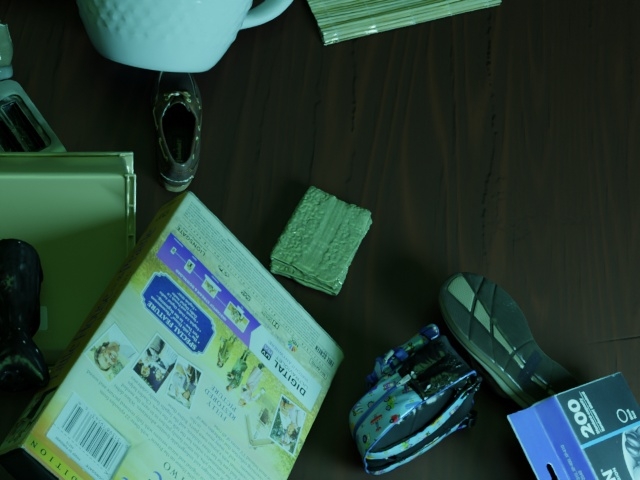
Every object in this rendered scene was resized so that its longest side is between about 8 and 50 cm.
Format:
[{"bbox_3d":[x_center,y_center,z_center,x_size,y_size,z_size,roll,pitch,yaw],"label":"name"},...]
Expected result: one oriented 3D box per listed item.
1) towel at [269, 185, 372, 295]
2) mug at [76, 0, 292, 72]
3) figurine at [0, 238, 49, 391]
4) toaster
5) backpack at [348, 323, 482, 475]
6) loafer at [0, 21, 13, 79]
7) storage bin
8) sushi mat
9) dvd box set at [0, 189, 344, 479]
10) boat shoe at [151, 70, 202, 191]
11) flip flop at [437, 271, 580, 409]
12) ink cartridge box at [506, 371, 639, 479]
[{"bbox_3d":[0.000,0.000,1.819,0.110,0.027,0.148,24,62,3],"label":"towel"},{"bbox_3d":[-0.170,-0.412,1.841,0.374,0.328,0.276,-4,22,-38],"label":"mug"},{"bbox_3d":[-0.406,0.107,1.443,0.215,0.092,0.209,-12,40,-8],"label":"figurine"},{"bbox_3d":[-0.437,-0.108,1.741,0.168,0.110,0.186,-29,71,-24],"label":"toaster"},{"bbox_3d":[0.106,0.210,1.664,0.173,0.158,0.117,-34,65,-13],"label":"backpack"},{"bbox_3d":[-0.477,-0.306,1.805,0.094,0.087,0.251,-2,32,-37],"label":"loafer"},{"bbox_3d":[-0.360,0.028,1.616,0.262,0.123,0.260,0,103,-12],"label":"storage bin"},{"bbox_3d":[0.122,-0.402,2.062,0.316,0.019,0.151,-16,66,-19],"label":"sushi mat"},{"bbox_3d":[-0.151,0.184,1.516,0.307,0.062,0.420,46,43,-20],"label":"dvd box set"},{"bbox_3d":[-0.199,-0.173,1.846,0.073,0.073,0.207,-2,62,-11],"label":"boat shoe"},{"bbox_3d":[0.251,0.163,1.760,0.277,0.080,0.112,47,51,-3],"label":"flip flop"},{"bbox_3d":[0.360,0.285,1.680,0.208,0.045,0.206,-12,71,-41],"label":"ink cartridge box"}]
